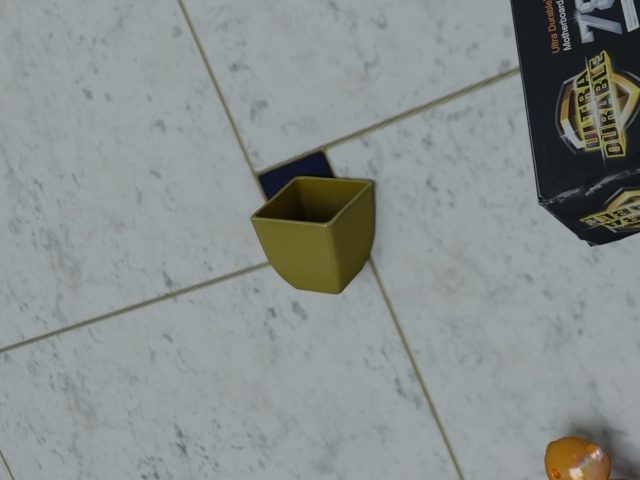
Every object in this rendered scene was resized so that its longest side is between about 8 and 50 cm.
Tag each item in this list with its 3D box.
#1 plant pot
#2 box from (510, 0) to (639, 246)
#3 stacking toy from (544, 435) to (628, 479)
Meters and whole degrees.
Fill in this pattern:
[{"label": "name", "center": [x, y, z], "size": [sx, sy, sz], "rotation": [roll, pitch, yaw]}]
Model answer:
[{"label": "plant pot", "center": [0.000, 0.000, 0.878], "size": [0.081, 0.081, 0.083], "rotation": [6, 122, 31]}, {"label": "box", "center": [0.235, -0.176, 0.495], "size": [0.293, 0.073, 0.295], "rotation": [-22, 56, 33]}, {"label": "stacking toy", "center": [0.288, 0.263, 0.764], "size": [0.302, 0.166, 0.175], "rotation": [44, 141, 25]}]
